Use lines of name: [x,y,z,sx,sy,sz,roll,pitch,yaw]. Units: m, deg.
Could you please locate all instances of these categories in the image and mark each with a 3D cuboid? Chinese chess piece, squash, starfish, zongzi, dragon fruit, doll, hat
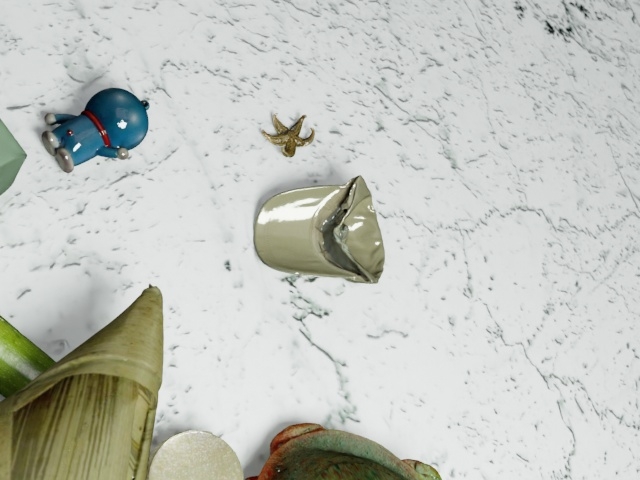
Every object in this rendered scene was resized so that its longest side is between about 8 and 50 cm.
Chinese chess piece: [-0.154,0.291,0.979,0.122,0.051,0.122,8,60,-14]
squash: [-0.380,0.117,0.924,0.239,0.069,0.069,42,54,-8]
starfish: [-0.051,-0.164,1.271,0.091,0.028,0.078,-2,64,-28]
zongzi: [-0.412,0.221,0.782,0.500,0.218,0.467,13,57,-23]
dragon fruit: [0.034,0.361,1.008,0.295,0.130,0.268,49,44,10]
doll: [-0.293,-0.151,1.091,0.152,0.085,0.114,-38,79,-27]
hat: [0.000,0.000,1.217,0.173,0.144,0.166,-8,68,13]

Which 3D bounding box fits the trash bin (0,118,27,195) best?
trash bin: [-0.525,-0.166,0.909,0.343,0.158,0.223,51,53,-2]
